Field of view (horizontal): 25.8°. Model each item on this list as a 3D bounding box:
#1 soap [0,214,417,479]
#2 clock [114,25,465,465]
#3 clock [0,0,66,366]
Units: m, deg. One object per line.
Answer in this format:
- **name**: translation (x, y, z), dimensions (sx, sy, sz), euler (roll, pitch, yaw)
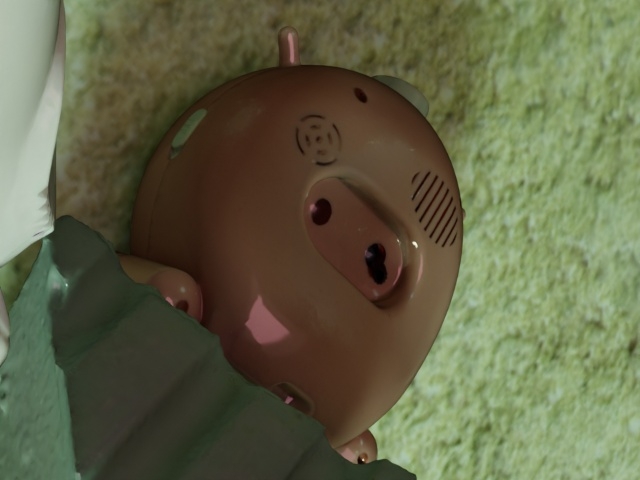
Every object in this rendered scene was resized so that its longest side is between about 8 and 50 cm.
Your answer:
- **soap**: translation (-0.128, 0.170, 0.670), dimensions (0.258, 0.159, 0.302), euler (42, 37, 0)
- **clock**: translation (0.000, 0.000, 0.874), dimensions (0.227, 0.142, 0.241), euler (45, 68, -32)
- **clock**: translation (-0.251, -0.130, 0.546), dimensions (0.250, 0.368, 0.376), euler (-25, 137, -7)
